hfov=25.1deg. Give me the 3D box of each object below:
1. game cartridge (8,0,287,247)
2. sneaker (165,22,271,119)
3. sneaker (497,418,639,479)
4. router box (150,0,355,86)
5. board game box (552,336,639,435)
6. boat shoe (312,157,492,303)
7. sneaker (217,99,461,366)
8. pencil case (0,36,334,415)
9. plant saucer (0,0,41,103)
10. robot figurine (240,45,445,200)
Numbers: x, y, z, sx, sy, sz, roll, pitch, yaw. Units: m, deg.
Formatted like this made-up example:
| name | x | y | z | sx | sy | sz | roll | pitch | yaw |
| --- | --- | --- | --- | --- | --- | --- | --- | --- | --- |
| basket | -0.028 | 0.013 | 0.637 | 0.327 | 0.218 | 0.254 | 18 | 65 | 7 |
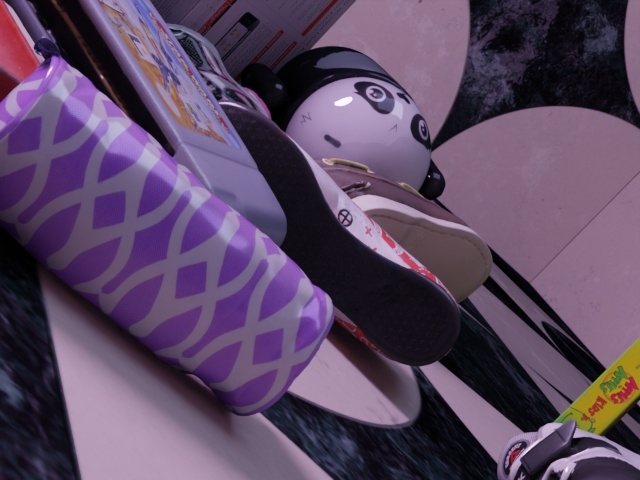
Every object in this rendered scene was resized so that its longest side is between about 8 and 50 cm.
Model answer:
| name | x | y | z | sx | sy | sz | roll | pitch | yaw |
| --- | --- | --- | --- | --- | --- | --- | --- | --- | --- |
| game cartridge | -0.131 | -0.115 | 1.013 | 0.297 | 0.062 | 0.198 | 57 | 13 | 9 |
| sneaker | -0.113 | -0.147 | 1.442 | 0.178 | 0.072 | 0.077 | 34 | 21 | -25 |
| sneaker | 0.173 | 0.191 | 0.996 | 0.146 | 0.122 | 0.330 | 27 | 1 | 24 |
| router box | -0.054 | -0.303 | 1.590 | 0.082 | 0.335 | 0.301 | 46 | 6 | 17 |
| board game box | 0.311 | 0.164 | 1.524 | 0.043 | 0.181 | 0.092 | 46 | 8 | 16 |
| boat shoe | 0.076 | -0.005 | 1.492 | 0.097 | 0.116 | 0.324 | 52 | 16 | 30 |
| sneaker | 0.000 | 0.001 | 1.162 | 0.270 | 0.090 | 0.145 | 41 | -1 | 5 |
| pencil case | -0.088 | 0.001 | 0.712 | 0.206 | 0.086 | 0.088 | 43 | -20 | -16 |
| plant saucer | -0.277 | -0.176 | 0.796 | 0.259 | 0.048 | 0.258 | 39 | 9 | -41 |
| robot figurine | 0.026 | -0.125 | 1.632 | 0.278 | 0.209 | 0.174 | -119 | -161 | -67 |
